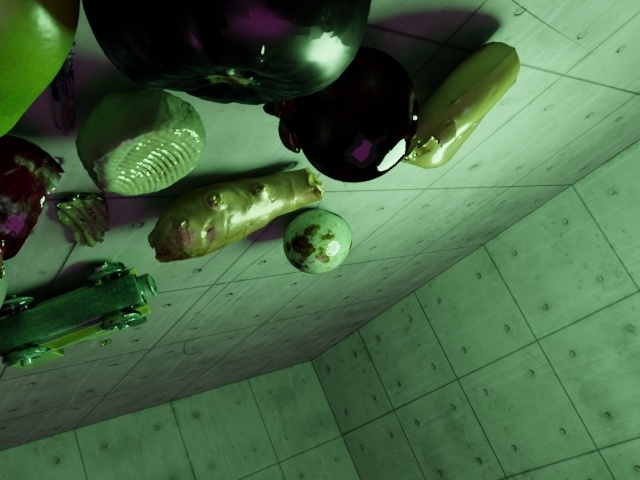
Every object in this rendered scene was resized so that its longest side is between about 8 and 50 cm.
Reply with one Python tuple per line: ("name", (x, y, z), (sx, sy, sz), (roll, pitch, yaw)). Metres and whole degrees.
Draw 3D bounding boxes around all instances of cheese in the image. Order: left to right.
("cheese", (0.246, -0.246, 1.128), (0.316, 0.128, 0.259), (-48, 176, -38))

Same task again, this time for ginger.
("ginger", (-0.173, -0.042, 1.236), (0.375, 0.166, 0.236), (-5, 145, -32))

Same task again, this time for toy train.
("toy train", (-0.571, 0.179, 1.360), (0.397, 0.160, 0.253), (-21, 169, -13))

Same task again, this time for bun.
("bun", (-0.272, -0.156, 0.876), (0.195, 0.118, 0.195), (-26, 166, -7))

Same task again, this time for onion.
("onion", (-0.463, -0.039, 0.814), (0.195, 0.218, 0.140), (-28, 135, 30))

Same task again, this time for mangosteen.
("mangosteen", (0.032, -0.212, 0.986), (0.265, 0.228, 0.228), (7, 164, 10))

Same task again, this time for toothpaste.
("toothpaste", (-0.351, -0.202, 0.796), (0.045, 0.028, 0.170), (-21, 158, -29))

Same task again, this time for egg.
("egg", (0.000, 0.000, 1.544), (0.169, 0.169, 0.231), (-37, 169, 33))

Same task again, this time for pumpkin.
("pumpkin", (-0.089, -0.273, 0.612), (0.315, 0.238, 0.315), (-5, 179, 0))

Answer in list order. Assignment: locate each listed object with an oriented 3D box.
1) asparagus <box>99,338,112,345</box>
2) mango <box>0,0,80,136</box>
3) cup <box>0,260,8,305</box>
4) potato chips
("asparagus", (-0.530, 0.251, 1.440), (0.015, 0.014, 0.114), (-5, 175, -13))
("mango", (-0.348, -0.212, 0.582), (0.192, 0.156, 0.343), (-3, 156, -30))
("cup", (-0.652, 0.060, 0.957), (0.258, 0.186, 0.234), (17, 154, -18))
("potato chips", (-0.445, -0.037, 1.117), (0.092, 0.028, 0.207), (-17, 158, -15))
